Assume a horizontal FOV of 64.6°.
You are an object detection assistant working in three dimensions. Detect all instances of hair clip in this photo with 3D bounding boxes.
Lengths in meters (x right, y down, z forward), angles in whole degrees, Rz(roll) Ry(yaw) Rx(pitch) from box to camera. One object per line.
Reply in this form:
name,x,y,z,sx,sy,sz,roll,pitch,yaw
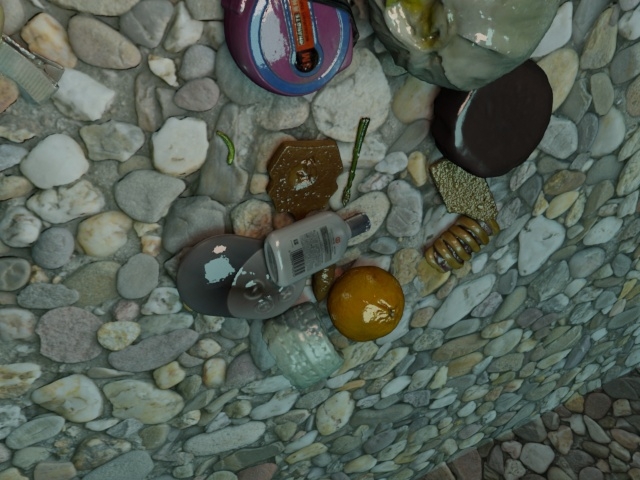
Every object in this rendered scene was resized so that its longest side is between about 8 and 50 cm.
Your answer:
hair clip,-0.526,-0.299,0.792,0.159,0.071,0.218,-42,128,13

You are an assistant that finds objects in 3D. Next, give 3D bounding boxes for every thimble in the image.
thimble,-0.049,0.291,1.385,0.172,0.204,0.250,-29,138,-1

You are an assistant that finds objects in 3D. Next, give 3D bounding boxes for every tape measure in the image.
tape measure,-0.048,-0.385,0.904,0.246,0.149,0.231,-23,129,-18

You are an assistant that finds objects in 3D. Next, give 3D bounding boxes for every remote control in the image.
remote control,-0.184,0.093,1.233,0.332,0.103,0.221,11,110,-30

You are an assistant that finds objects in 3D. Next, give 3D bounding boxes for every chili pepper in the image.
chili pepper,-0.195,-0.194,1.060,0.031,0.017,0.083,-17,132,-11

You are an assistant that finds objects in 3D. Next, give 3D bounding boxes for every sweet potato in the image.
sweet potato,0.013,0.081,1.354,0.068,0.060,0.205,-38,149,-49

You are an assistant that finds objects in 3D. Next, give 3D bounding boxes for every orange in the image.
orange,0.127,0.176,1.398,0.220,0.193,0.219,-5,112,-12

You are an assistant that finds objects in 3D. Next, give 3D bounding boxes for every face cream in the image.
face cream,0.000,0.000,1.224,0.291,0.071,0.143,-25,118,-31

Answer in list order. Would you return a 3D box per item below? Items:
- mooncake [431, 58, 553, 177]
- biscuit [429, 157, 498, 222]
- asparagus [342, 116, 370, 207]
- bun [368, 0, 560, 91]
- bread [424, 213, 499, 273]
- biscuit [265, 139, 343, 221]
mooncake,0.393,-0.294,1.185,0.283,0.141,0.282,-10,119,-18
biscuit,0.384,-0.131,1.351,0.131,0.026,0.236,-31,118,1
asparagus,0.081,-0.181,1.202,0.023,0.022,0.232,-46,153,-55
bun,0.223,-0.419,0.867,0.211,0.362,0.361,-55,140,-28
bread,0.414,0.007,1.470,0.225,0.081,0.134,-46,132,8
biscuit,-0.040,-0.134,1.172,0.182,0.034,0.215,-5,130,-21
